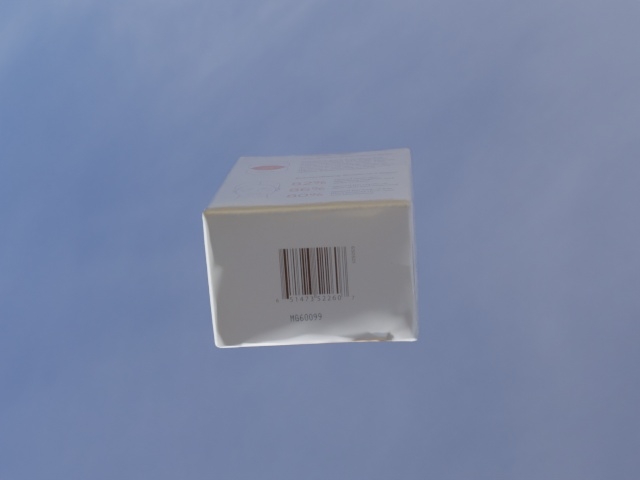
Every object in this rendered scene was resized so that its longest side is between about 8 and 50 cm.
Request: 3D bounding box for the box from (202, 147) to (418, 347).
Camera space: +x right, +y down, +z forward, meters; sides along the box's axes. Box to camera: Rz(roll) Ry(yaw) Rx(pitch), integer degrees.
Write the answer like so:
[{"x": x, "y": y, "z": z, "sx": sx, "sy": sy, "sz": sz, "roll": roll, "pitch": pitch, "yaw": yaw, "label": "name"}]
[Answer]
[{"x": 0.000, "y": 0.000, "z": 0.795, "sx": 0.130, "sy": 0.091, "sz": 0.170, "roll": -3, "pitch": -165, "yaw": 5, "label": "box"}]
